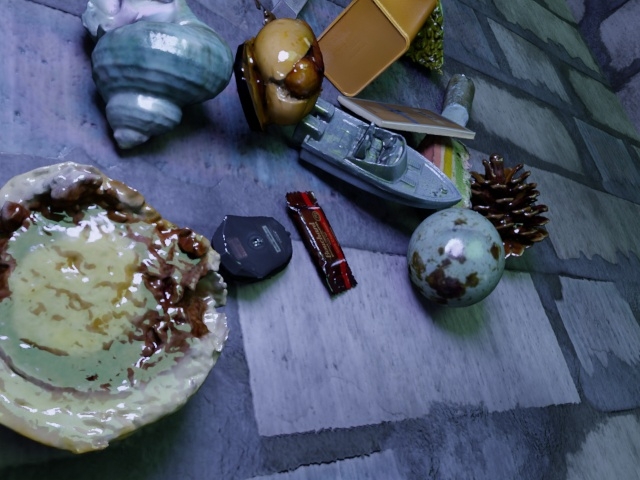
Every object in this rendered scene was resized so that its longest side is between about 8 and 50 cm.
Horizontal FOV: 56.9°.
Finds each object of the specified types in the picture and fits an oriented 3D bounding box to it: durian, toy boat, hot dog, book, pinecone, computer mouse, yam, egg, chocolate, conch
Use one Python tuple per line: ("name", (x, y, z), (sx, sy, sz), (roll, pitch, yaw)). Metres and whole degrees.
("durian", (0.250, -0.600, 1.509), (0.198, 0.163, 0.395), (20, 44, -35))
("toy boat", (0.108, -0.142, 1.047), (0.319, 0.092, 0.141), (27, 44, -4))
("hot dog", (-0.048, -0.297, 0.962), (0.194, 0.107, 0.326), (77, 13, -45))
("book", (0.175, -0.251, 1.200), (0.241, 0.018, 0.170), (0, 29, -32))
("pinecone", (0.380, -0.073, 1.246), (0.212, 0.168, 0.186), (58, 25, -13))
("computer mouse", (-0.099, 0.014, 0.834), (0.099, 0.057, 0.172), (58, 30, 9))
("yam", (0.341, -0.343, 1.468), (0.078, 0.078, 0.179), (39, 44, -15))
("egg", (0.239, 0.023, 1.049), (0.169, 0.169, 0.231), (45, 25, -9))
("chocolate", (0.000, 0.000, 0.953), (0.086, 0.028, 0.183), (-18, 76, -55))
("conch", (-0.231, -0.253, 0.820), (0.220, 0.195, 0.277), (10, 77, -9))

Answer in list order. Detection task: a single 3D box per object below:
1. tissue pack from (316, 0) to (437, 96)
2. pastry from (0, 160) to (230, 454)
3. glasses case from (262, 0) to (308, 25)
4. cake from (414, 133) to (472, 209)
("tissue pack", (0.115, -0.451, 1.251), (0.145, 0.194, 0.274), (46, 42, -13))
("pastry", (-0.237, 0.074, 0.590), (0.256, 0.170, 0.237), (37, 63, -24))
("glasses case", (-0.052, -0.497, 1.218), (0.047, 0.070, 0.205), (40, 42, -19))
("cake", (0.243, -0.123, 1.202), (0.109, 0.090, 0.225), (33, 40, -20))
